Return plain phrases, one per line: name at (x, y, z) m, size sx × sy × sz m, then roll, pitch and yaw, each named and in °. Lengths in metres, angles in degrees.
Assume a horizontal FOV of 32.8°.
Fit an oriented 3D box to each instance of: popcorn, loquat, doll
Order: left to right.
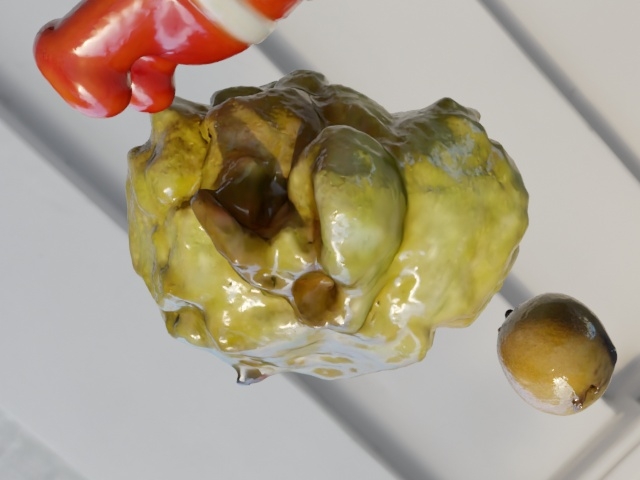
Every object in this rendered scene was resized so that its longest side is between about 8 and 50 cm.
popcorn at (0.000, 0.000, 0.646) m, size 0.266 × 0.233 × 0.192 m, roll 13°, pitch 91°, yaw -81°
doll at (0.018, -0.173, 0.507) m, size 0.336 × 0.105 × 0.200 m, roll -37°, pitch 180°, yaw 12°
loquat at (0.287, 0.138, 1.330) m, size 0.137 × 0.163 × 0.163 m, roll -43°, pitch -163°, yaw 13°
